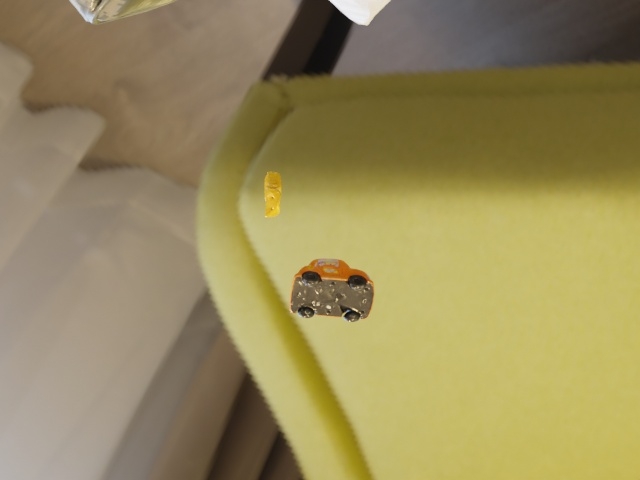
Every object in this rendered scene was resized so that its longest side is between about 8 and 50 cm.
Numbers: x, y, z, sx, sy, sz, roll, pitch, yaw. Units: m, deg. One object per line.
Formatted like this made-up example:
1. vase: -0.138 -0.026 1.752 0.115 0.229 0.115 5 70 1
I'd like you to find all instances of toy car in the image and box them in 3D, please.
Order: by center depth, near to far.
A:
1. toy car: 0.000 0.000 1.072 0.060 0.040 0.122 -9 125 6

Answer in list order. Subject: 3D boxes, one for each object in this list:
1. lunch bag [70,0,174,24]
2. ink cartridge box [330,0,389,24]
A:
1. lunch bag: -0.134 -0.356 1.195 0.256 0.212 0.305 46 123 4
2. ink cartridge box: -0.029 -0.316 0.921 0.353 0.119 0.207 45 148 -6
